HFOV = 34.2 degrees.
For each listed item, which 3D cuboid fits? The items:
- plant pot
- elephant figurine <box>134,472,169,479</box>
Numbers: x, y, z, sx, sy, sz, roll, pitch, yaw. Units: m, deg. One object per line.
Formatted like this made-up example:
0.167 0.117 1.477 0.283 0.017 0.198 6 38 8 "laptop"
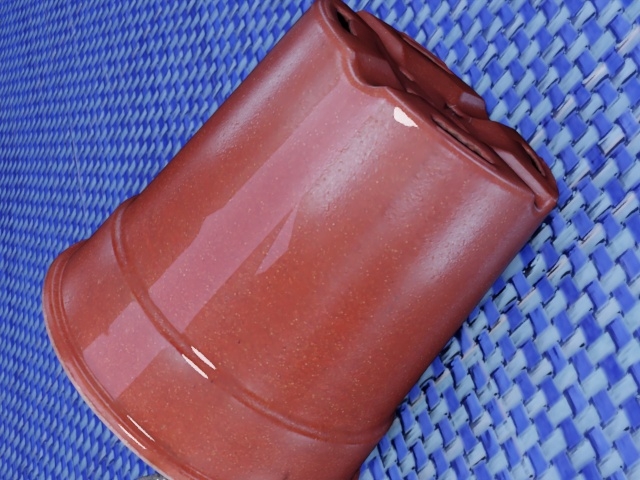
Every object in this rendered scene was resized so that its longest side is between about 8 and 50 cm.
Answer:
0.000 0.000 0.706 0.265 0.272 0.272 -50 42 20 "plant pot"
-0.093 0.245 0.850 0.169 0.186 0.239 77 -172 -50 "elephant figurine"
